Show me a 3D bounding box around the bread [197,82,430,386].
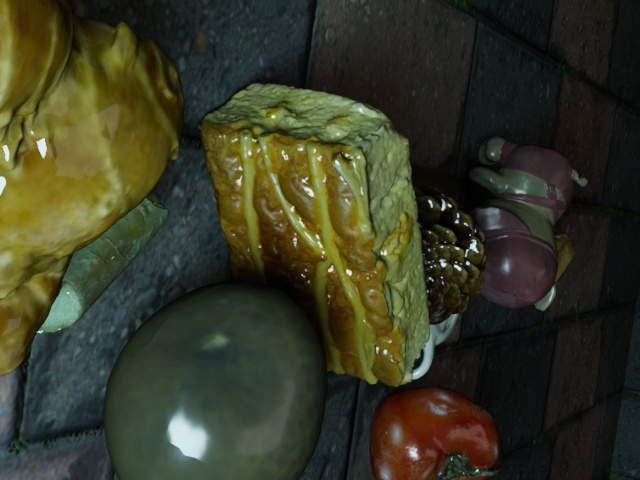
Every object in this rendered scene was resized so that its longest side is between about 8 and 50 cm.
[{"bbox_3d":[0.000,0.000,1.012,0.114,0.185,0.274,-48,139,-38],"label":"bread"}]

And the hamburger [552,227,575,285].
[{"bbox_3d":[0.384,0.019,1.890,0.176,0.087,0.102,-46,126,-37],"label":"hamburger"}]

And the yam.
[{"bbox_3d":[-0.177,0.007,0.792,0.146,0.070,0.069,-55,144,-41],"label":"yam"}]

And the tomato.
[{"bbox_3d":[0.146,0.268,1.408,0.187,0.151,0.187,-9,117,-17],"label":"tomato"}]

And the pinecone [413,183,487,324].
[{"bbox_3d":[0.098,0.020,1.219,0.212,0.186,0.168,-13,96,-79],"label":"pinecone"}]

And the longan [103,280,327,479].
[{"bbox_3d":[-0.086,0.135,0.884,0.198,0.198,0.212,51,51,-56],"label":"longan"}]

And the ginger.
[{"bbox_3d":[-0.234,-0.051,0.584,0.274,0.152,0.357,-58,150,-2],"label":"ginger"}]

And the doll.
[{"bbox_3d":[0.289,-0.024,1.609,0.152,0.196,0.256,129,-19,-63],"label":"doll"}]

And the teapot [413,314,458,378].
[{"bbox_3d":[0.139,0.076,1.408,0.145,0.092,0.226,47,58,-54],"label":"teapot"}]
